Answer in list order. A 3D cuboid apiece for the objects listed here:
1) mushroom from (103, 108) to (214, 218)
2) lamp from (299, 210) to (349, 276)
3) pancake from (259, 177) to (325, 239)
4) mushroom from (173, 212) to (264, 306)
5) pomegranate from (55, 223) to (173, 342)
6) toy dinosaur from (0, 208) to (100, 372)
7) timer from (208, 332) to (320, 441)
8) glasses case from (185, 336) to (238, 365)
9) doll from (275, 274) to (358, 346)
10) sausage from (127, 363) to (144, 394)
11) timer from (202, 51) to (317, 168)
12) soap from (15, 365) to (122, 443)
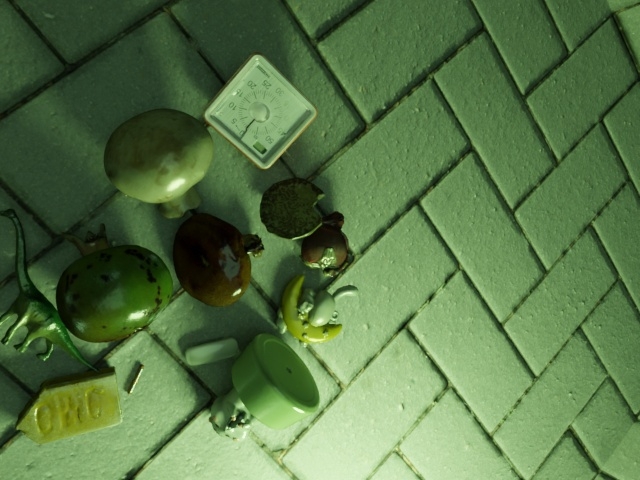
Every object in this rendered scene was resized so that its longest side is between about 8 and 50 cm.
[{"bbox_3d":[-0.433,-0.209,1.356,0.298,0.297,0.290,-35,143,-18],"label":"mushroom"},{"bbox_3d":[-0.005,0.008,1.603,0.215,0.151,0.223,12,49,-26],"label":"lamp"},{"bbox_3d":[-0.090,-0.104,1.544,0.212,0.029,0.235,8,62,9],"label":"pancake"},{"bbox_3d":[-0.309,0.069,1.446,0.267,0.267,0.254,-63,146,-8],"label":"mushroom"},{"bbox_3d":[-0.548,0.103,1.298,0.291,0.291,0.323,-5,87,-23],"label":"pomegranate"},{"bbox_3d":[-0.738,0.156,1.322,0.447,0.087,0.300,38,72,-23],"label":"toy dinosaur"},{"bbox_3d":[-0.208,0.492,1.499,0.315,0.290,0.291,-41,110,9],"label":"timer"},{"bbox_3d":[-0.340,0.347,1.522,0.164,0.041,0.063,-10,96,-22],"label":"glasses case"},{"bbox_3d":[-0.021,0.232,1.621,0.238,0.111,0.252,23,85,-8],"label":"doll"},{"bbox_3d":[-0.551,0.415,1.448,0.015,0.015,0.100,28,83,-23],"label":"sausage"},{"bbox_3d":[-0.190,-0.386,1.481,0.257,0.161,0.250,40,87,-21],"label":"timer"},{"bbox_3d":[-0.698,0.461,1.352,0.258,0.080,0.160,-9,97,-23],"label":"soap"}]
